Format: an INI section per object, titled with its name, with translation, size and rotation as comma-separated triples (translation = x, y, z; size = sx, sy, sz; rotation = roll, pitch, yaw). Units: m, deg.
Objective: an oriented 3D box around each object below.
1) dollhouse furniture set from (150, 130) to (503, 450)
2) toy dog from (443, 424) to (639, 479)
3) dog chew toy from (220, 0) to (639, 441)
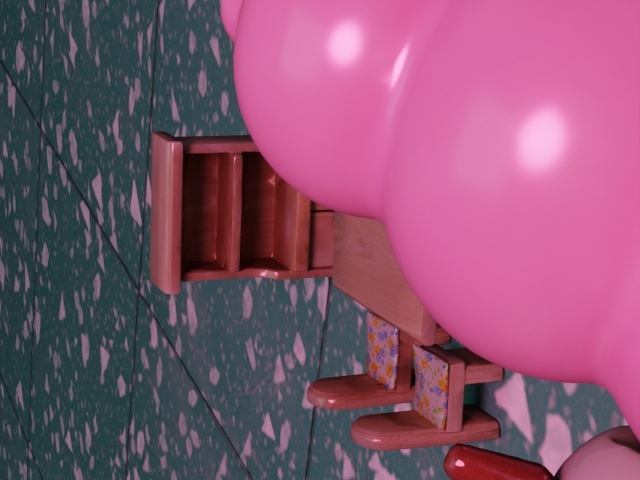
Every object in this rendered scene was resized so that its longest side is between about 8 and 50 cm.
[dollhouse furniture set]
translation = 0.000, 0.000, 1.048
size = 0.242, 0.161, 0.212
rotation = -149, 58, -64
[toy dog]
translation = 0.142, 0.169, 0.634
size = 0.333, 0.161, 0.220
rotation = -133, 58, -70
[dog chew toy]
translation = 0.115, -0.028, 0.553
size = 0.332, 0.206, 0.206
rotation = 25, 127, 17
